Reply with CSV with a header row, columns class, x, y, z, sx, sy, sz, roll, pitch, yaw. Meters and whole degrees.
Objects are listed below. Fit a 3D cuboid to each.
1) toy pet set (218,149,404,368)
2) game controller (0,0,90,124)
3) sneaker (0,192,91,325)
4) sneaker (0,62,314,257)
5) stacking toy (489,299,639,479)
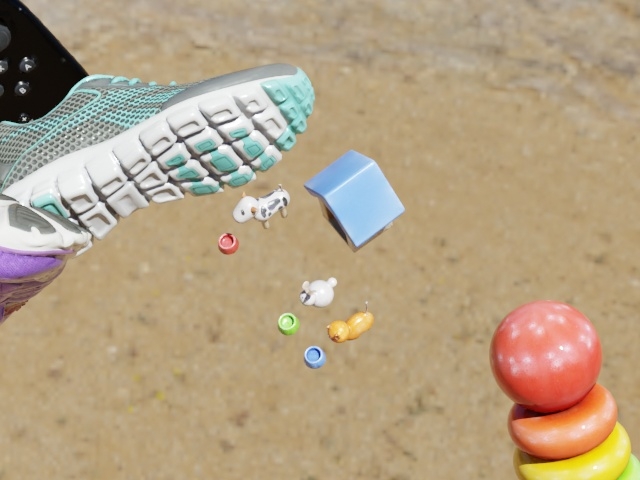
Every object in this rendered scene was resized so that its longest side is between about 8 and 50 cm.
class,x,y,z,sx,sy,sz,roll,pitch,yaw
toy pet set,0.000,0.000,0.978,0.114,0.065,0.122,-36,66,-9
game controller,-0.306,-0.040,1.009,0.319,0.166,0.067,-39,39,1
sneaker,-0.140,0.021,0.592,0.068,0.071,0.170,19,-17,-15
sneaker,-0.086,-0.054,0.678,0.166,0.065,0.076,-21,57,2
stacking toy,0.209,0.199,1.200,0.141,0.330,0.141,-17,22,7
